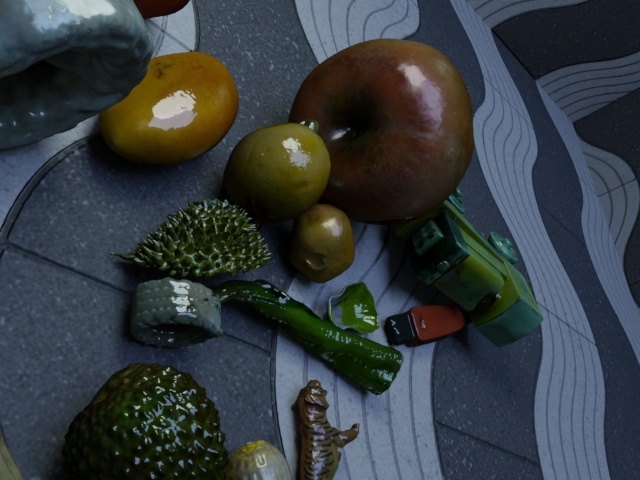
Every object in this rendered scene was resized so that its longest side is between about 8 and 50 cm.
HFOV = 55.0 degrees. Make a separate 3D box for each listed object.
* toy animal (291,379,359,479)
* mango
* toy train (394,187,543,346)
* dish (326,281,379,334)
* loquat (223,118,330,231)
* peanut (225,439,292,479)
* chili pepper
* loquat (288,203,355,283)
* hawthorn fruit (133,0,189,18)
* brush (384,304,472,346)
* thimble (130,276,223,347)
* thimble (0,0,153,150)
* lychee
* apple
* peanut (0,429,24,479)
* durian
[{"bbox_3d":[0.004,0.315,0.850,0.099,0.057,0.241,25,49,-31],"label":"toy animal"},{"bbox_3d":[-0.211,-0.184,0.871,0.154,0.126,0.252,44,37,-4],"label":"mango"},{"bbox_3d":[0.303,0.041,1.293,0.397,0.160,0.253,38,27,-29],"label":"toy train"},{"bbox_3d":[0.044,0.122,1.047,0.137,0.039,0.091,-4,74,-52],"label":"dish"},{"bbox_3d":[-0.061,-0.113,0.956,0.149,0.172,0.204,42,63,-13],"label":"loquat"},{"bbox_3d":[-0.059,0.339,0.717,0.087,0.087,0.206,10,58,-48],"label":"peanut"},{"bbox_3d":[-0.018,0.143,0.931,0.359,0.084,0.076,30,6,-29],"label":"chili pepper"},{"bbox_3d":[0.000,0.000,1.022,0.137,0.113,0.137,-16,90,-84],"label":"loquat"},{"bbox_3d":[-0.291,-0.417,0.892,0.226,0.197,0.196,-25,86,-39],"label":"hawthorn fruit"},{"bbox_3d":[0.234,0.165,1.243,0.323,0.051,0.070,1,63,-52],"label":"brush"},{"bbox_3d":[-0.174,0.089,0.748,0.110,0.084,0.062,2,58,-18],"label":"thimble"},{"bbox_3d":[-0.334,-0.209,0.612,0.195,0.292,0.291,60,34,-1],"label":"thimble"},{"bbox_3d":[-0.166,0.211,0.615,0.171,0.171,0.171,31,44,-36],"label":"lychee"},{"bbox_3d":[0.118,-0.187,1.116,0.305,0.339,0.338,4,62,-59],"label":"apple"},{"bbox_3d":[-0.308,0.171,0.494,0.124,0.124,0.256,-18,78,-55],"label":"peanut"},{"bbox_3d":[-0.149,-0.006,0.815,0.221,0.137,0.095,-18,110,-54],"label":"durian"}]
